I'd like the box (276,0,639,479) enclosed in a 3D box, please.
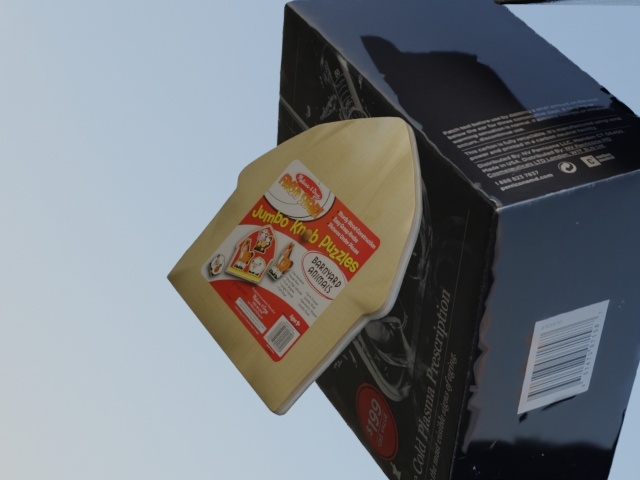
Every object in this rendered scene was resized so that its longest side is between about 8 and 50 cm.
[{"bbox_3d":[0.106,0.007,1.248,0.312,0.178,0.343,50,-34,44],"label":"box"}]

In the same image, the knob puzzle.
[{"bbox_3d":[0.000,0.000,1.021,0.030,0.213,0.213,36,1,-42],"label":"knob puzzle"}]

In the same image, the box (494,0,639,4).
[{"bbox_3d":[0.305,-0.202,1.034,0.307,0.242,0.077,9,-78,56],"label":"box"}]
